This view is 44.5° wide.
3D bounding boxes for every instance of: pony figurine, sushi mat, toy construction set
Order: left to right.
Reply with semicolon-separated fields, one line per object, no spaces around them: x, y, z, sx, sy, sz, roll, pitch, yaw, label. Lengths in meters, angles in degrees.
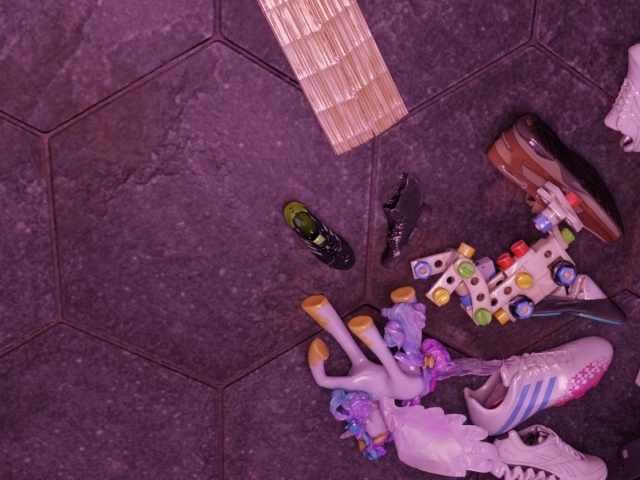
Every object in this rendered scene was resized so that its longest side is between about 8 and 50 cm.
0.025;-0.314;1.348;0.151;0.019;0.316;-30;114;-2;sushi mat
0.152;0.267;1.482;0.351;0.303;0.363;-8;119;24;pony figurine
0.351;0.034;1.452;0.327;0.151;0.215;-37;102;18;toy construction set

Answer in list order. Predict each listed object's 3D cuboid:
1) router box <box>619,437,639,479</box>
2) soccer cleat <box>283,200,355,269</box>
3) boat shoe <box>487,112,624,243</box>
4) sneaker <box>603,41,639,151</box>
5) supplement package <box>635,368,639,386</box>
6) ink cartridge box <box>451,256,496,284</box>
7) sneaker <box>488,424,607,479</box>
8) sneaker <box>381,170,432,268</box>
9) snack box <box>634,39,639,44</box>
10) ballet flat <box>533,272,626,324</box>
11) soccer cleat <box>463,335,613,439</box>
0.844;0.445;1.688;0.243;0.081;0.309;6;148;-15;router box
0.000;0.000;1.427;0.060;0.072;0.179;-44;113;5;soccer cleat
0.444;-0.105;1.482;0.324;0.122;0.120;40;127;-20;boat shoe
0.584;-0.252;1.454;0.115;0.090;0.232;-16;123;14;sneaker
0.841;0.293;1.694;0.244;0.139;0.134;7;108;-17;supplement package
0.303;0.071;1.547;0.083;0.028;0.048;-22;112;-4;ink cartridge box
0.503;0.469;1.703;0.292;0.110;0.118;11;98;-17;sneaker
0.143;-0.037;1.462;0.089;0.051;0.170;34;94;-22;sneaker
0.668;-0.338;1.479;0.100;0.037;0.141;-34;113;0;snack box
0.497;0.113;1.577;0.280;0.095;0.096;5;96;-15;ballet flat
0.447;0.279;1.609;0.331;0.116;0.143;-34;114;1;soccer cleat
